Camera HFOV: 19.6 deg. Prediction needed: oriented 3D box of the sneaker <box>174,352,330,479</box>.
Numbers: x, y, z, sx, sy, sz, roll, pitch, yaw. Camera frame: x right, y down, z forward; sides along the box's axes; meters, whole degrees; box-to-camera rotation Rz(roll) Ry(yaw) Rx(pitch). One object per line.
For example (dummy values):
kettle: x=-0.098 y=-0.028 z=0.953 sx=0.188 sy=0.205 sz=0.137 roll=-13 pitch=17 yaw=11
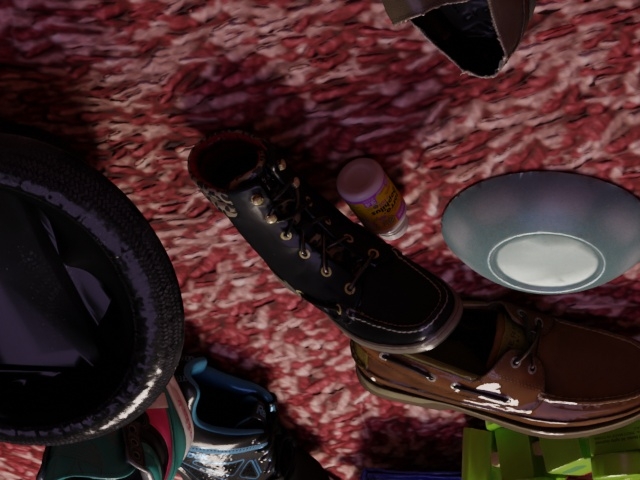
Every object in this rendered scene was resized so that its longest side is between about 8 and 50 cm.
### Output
sneaker: x=-0.086 y=0.227 z=2.001 sx=0.140 sy=0.125 sz=0.341 roll=-21 pitch=140 yaw=35

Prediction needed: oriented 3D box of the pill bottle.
pill bottle: x=0.049 y=-0.034 z=1.621 sx=0.043 sy=0.043 sz=0.083 roll=-9 pitch=146 yaw=23

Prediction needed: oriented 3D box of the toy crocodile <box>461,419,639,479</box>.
toy crocodile: x=0.272 y=0.204 z=1.911 sx=0.105 sy=0.115 sz=0.341 roll=9 pitch=157 yaw=-43

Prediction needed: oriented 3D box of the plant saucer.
plant saucer: x=0.204 y=0.006 z=1.666 sx=0.195 sy=0.037 sz=0.195 roll=5 pitch=149 yaw=3

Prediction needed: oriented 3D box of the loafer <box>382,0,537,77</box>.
loafer: x=0.078 y=-0.201 z=1.298 sx=0.094 sy=0.087 sz=0.251 roll=-17 pitch=142 yaw=33

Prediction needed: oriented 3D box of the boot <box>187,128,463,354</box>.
boot: x=-0.002 y=0.001 z=1.576 sx=0.236 sy=0.085 sz=0.178 roll=27 pitch=165 yaw=44

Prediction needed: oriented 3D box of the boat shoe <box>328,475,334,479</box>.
boat shoe: x=-0.065 y=0.294 z=2.158 sx=0.219 sy=0.070 sz=0.078 roll=24 pitch=145 yaw=-27

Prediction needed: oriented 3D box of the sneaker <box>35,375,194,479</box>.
sneaker: x=-0.225 y=0.154 z=1.780 sx=0.124 sy=0.178 sz=0.295 roll=-14 pitch=121 yaw=21

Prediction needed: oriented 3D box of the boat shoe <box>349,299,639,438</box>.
boat shoe: x=0.180 y=0.117 z=1.782 sx=0.307 sy=0.110 sz=0.104 roll=2 pitch=150 yaw=6

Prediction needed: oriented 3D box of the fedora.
fedora: x=-0.260 y=0.018 z=1.623 sx=0.334 sy=0.152 sz=0.334 roll=3 pitch=127 yaw=4

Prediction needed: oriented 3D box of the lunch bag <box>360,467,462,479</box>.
lunch bag: x=0.159 y=0.340 z=2.133 sx=0.293 sy=0.138 sz=0.221 roll=14 pitch=162 yaw=5
